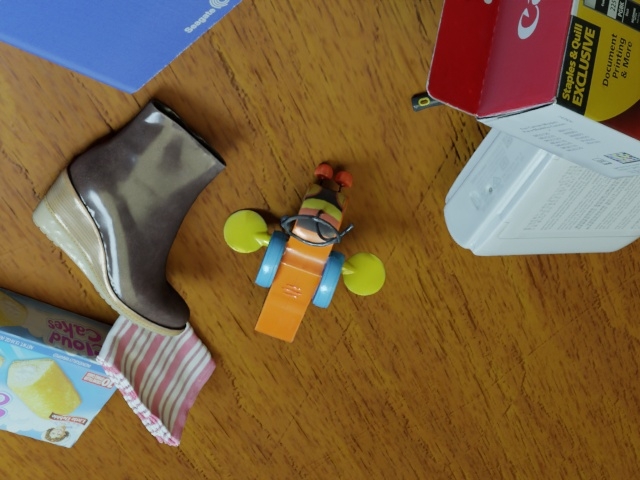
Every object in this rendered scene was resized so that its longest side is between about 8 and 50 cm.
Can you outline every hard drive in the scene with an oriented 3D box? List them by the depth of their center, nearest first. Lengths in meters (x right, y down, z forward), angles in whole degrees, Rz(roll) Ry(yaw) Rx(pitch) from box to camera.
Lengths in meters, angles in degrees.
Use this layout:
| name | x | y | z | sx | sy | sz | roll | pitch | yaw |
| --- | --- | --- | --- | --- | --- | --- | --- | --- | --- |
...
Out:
| name | x | y | z | sx | sy | sz | roll | pitch | yaw |
| --- | --- | --- | --- | --- | --- | --- | --- | --- | --- |
| hard drive | -0.245 | -0.261 | 1.271 | 0.210 | 0.040 | 0.319 | -35 | 145 | 31 |

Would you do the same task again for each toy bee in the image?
| name | x | y | z | sx | sy | sz | roll | pitch | yaw |
| --- | --- | --- | --- | --- | --- | --- | --- | --- | --- |
| toy bee | 0.000 | 0.000 | 1.584 | 0.195 | 0.162 | 0.298 | 32 | 146 | -20 |

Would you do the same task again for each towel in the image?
| name | x | y | z | sx | sy | sz | roll | pitch | yaw |
| --- | --- | --- | --- | --- | --- | --- | --- | --- | --- |
| towel | -0.201 | 0.150 | 1.646 | 0.029 | 0.144 | 0.197 | 2 | 140 | 29 |

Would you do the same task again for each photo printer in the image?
| name | x | y | z | sx | sy | sz | roll | pitch | yaw |
| --- | --- | --- | --- | --- | --- | --- | --- | --- | --- |
| photo printer | 0.336 | -0.090 | 1.594 | 0.308 | 0.107 | 0.256 | -1 | 141 | -32 |

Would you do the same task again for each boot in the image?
| name | x | y | z | sx | sy | sz | roll | pitch | yaw |
| --- | --- | --- | --- | --- | --- | --- | --- | --- | --- |
| boot | -0.185 | -0.019 | 1.515 | 0.207 | 0.090 | 0.248 | -39 | 115 | 12 |

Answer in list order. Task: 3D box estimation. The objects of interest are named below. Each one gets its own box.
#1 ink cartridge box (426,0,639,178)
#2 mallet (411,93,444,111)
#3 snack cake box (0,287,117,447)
| name | x | y | z | sx | sy | sz | roll | pitch | yaw |
| --- | --- | --- | --- | --- | --- | --- | --- | --- | --- |
| ink cartridge box | 0.275 | -0.253 | 1.351 | 0.272 | 0.130 | 0.309 | 18 | 77 | -29 |
| mallet | 0.201 | -0.194 | 1.554 | 0.190 | 0.039 | 0.062 | -6 | 94 | 3 |
| snack cake box | -0.391 | 0.148 | 1.608 | 0.264 | 0.089 | 0.152 | 23 | 118 | -32 |
